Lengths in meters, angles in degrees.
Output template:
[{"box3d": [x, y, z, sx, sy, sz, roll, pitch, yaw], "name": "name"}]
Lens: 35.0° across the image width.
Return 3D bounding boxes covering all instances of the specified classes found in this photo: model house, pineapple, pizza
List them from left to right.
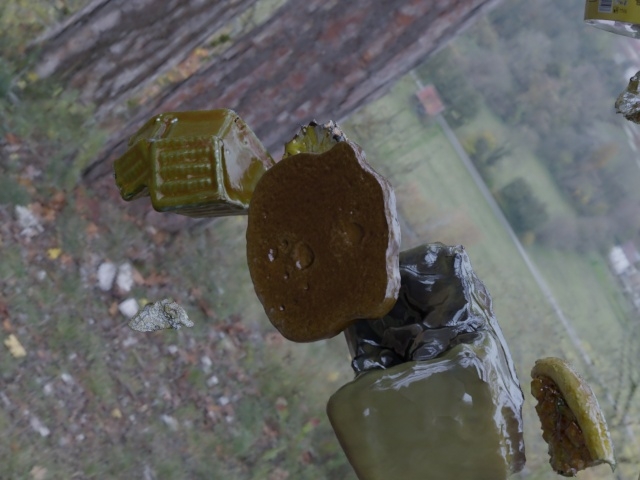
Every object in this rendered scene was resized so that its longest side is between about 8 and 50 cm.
[{"box3d": [-0.226, -0.106, 1.742, 0.239, 0.268, 0.173, -73, 153, -54], "name": "model house"}, {"box3d": [-0.003, -0.121, 1.897, 0.047, 0.221, 0.221, 0, 62, -43], "name": "pineapple"}, {"box3d": [0.394, 0.298, 1.630, 0.292, 0.058, 0.197, -112, -162, -60], "name": "pizza"}]

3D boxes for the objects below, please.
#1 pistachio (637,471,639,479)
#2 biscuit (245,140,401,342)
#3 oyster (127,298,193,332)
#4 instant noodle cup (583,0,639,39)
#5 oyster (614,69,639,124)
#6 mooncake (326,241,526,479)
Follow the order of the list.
[{"box3d": [0.548, 0.419, 1.496, 0.187, 0.188, 0.299, 48, 25, -16], "name": "pistachio"}, {"box3d": [0.001, 0.000, 1.409, 0.049, 0.257, 0.272, 12, 62, -51], "name": "biscuit"}, {"box3d": [-0.250, 0.120, 1.572, 0.083, 0.038, 0.081, -26, 48, -36], "name": "oyster"}, {"box3d": [0.277, -0.221, 0.803, 0.152, 0.122, 0.151, 14, 10, -3], "name": "instant noodle cup"}, {"box3d": [0.542, -0.251, 1.523, 0.111, 0.204, 0.396, 37, 55, -1], "name": "oyster"}, {"box3d": [0.147, 0.175, 1.447, 0.393, 0.246, 0.393, 58, 17, -62], "name": "mooncake"}]
